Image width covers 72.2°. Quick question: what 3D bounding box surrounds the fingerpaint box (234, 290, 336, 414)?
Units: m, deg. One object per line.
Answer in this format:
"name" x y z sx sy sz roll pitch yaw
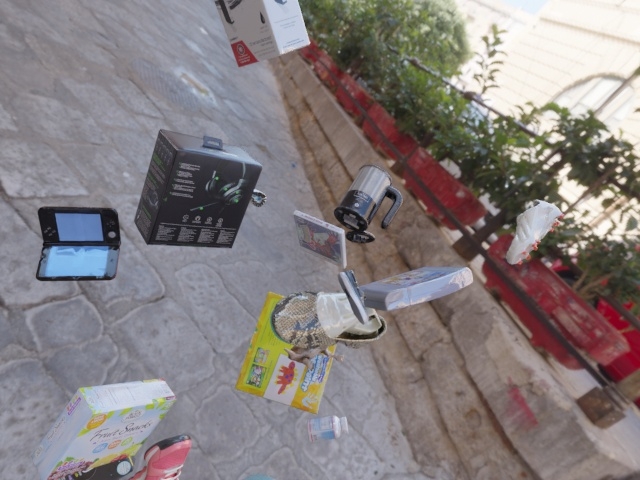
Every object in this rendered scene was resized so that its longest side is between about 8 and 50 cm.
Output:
"fingerpaint box" -0.128 0.503 1.976 0.371 0.444 0.163 15 -21 4

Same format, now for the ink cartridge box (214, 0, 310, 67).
"ink cartridge box" -0.165 -0.605 1.109 0.197 0.114 0.272 10 -53 47

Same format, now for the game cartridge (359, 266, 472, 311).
"game cartridge" 0.260 0.126 1.213 0.297 0.198 0.062 -13 90 -26

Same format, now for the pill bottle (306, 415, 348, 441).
"pill bottle" 0.029 0.762 1.781 0.087 0.160 0.087 -9 90 -88

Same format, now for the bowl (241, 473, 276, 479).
"bowl" -0.226 0.996 1.614 0.311 0.311 0.163 45 26 5

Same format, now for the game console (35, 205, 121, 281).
"game console" -0.475 0.005 0.857 0.144 0.124 0.085 0 29 -14

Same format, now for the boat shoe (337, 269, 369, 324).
"boat shoe" 0.089 0.136 1.080 0.142 0.040 0.049 64 -18 18

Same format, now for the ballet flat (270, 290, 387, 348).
"ballet flat" 0.062 0.221 1.247 0.483 0.182 0.164 27 48 -56

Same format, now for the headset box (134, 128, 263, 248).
"headset box" -0.318 -0.133 1.148 0.246 0.283 0.131 3 31 -43

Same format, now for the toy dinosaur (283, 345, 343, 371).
"toy dinosaur" -0.050 0.419 1.705 0.296 0.200 0.127 -9 93 -43

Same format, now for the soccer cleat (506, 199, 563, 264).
"soccer cleat" 0.462 -0.019 0.982 0.076 0.196 0.068 37 -26 29

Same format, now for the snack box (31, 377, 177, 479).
"snack box" -0.423 0.369 0.877 0.070 0.174 0.207 41 7 26

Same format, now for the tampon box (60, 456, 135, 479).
"tampon box" -0.618 0.616 1.215 0.120 0.161 0.101 64 -22 1

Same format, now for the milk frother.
"milk frother" 0.104 -0.075 1.023 0.129 0.134 0.143 35 -25 -7

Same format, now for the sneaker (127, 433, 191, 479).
"sneaker" -0.418 0.645 1.169 0.116 0.314 0.136 12 30 -51

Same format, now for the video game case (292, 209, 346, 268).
"video game case" 0.000 0.000 1.464 0.183 0.023 0.201 23 -32 22

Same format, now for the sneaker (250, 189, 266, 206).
"sneaker" -0.253 -0.163 1.419 0.073 0.063 0.162 31 -5 46
